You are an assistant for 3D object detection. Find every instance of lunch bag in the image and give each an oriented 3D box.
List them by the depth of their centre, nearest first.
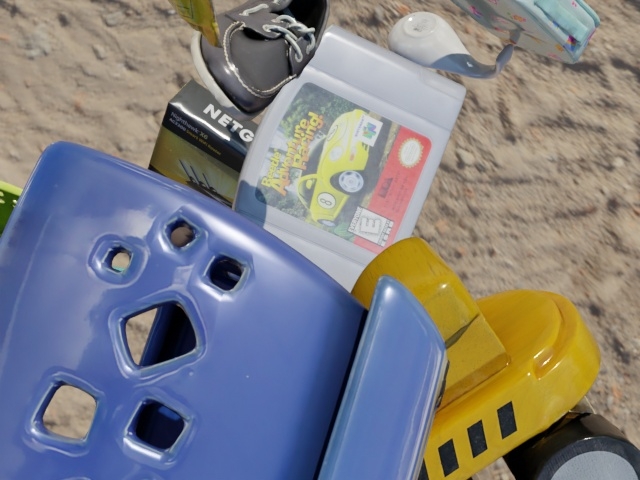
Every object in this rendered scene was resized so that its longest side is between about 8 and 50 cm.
[{"bbox_3d":[0.362,-0.427,1.444,0.279,0.224,0.108,22,98,-42],"label":"lunch bag"}]

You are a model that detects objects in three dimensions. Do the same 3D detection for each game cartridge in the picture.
[{"bbox_3d":[0.019,-0.074,0.870,0.195,0.060,0.294,22,81,-4],"label":"game cartridge"}]

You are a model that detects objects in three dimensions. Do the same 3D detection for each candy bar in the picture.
[{"bbox_3d":[-0.080,-0.143,0.396,0.018,0.161,0.040,-23,133,-9],"label":"candy bar"}]

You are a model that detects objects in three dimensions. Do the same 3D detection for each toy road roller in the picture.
[{"bbox_3d":[0.069,0.151,0.655,0.329,0.202,0.241,-34,103,3],"label":"toy road roller"}]

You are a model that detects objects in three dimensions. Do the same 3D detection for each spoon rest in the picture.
[{"bbox_3d":[0.260,-0.391,1.649,0.137,0.276,0.084,-49,147,-20],"label":"spoon rest"}]

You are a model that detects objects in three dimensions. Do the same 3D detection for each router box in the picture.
[{"bbox_3d":[-0.164,-0.119,1.516,0.308,0.081,0.243,34,143,0],"label":"router box"}]

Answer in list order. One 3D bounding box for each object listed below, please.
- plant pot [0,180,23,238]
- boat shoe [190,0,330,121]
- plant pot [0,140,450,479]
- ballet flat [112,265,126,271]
[{"bbox_3d":[-0.706,0.005,1.686,0.227,0.207,0.228,19,71,5],"label":"plant pot"},{"bbox_3d":[-0.037,-0.153,0.601,0.065,0.206,0.075,-30,109,24],"label":"boat shoe"},{"bbox_3d":[-0.052,0.113,0.441,0.212,0.236,0.236,16,77,12],"label":"plant pot"},{"bbox_3d":[-0.281,0.073,1.285,0.203,0.074,0.074,4,110,-16],"label":"ballet flat"}]
